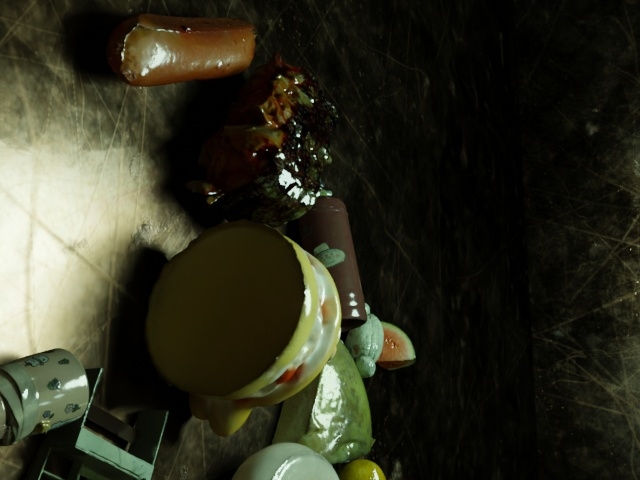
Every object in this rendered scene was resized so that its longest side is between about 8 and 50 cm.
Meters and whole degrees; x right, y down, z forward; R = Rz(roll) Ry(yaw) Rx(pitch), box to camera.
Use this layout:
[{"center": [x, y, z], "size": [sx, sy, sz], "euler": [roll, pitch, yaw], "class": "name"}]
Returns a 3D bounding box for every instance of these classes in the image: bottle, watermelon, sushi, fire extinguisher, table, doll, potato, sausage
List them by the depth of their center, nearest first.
[{"center": [-0.345, 0.181, 0.811], "size": [0.152, 0.099, 0.098], "euler": [-14, 98, -56], "class": "bottle"}, {"center": [-0.282, 0.273, 0.933], "size": [0.146, 0.063, 0.175], "euler": [50, 41, -45], "class": "table"}, {"center": [-0.206, -0.292, 1.115], "size": [0.330, 0.102, 0.102], "euler": [-29, 111, -60], "class": "sausage"}, {"center": [-0.097, -0.151, 1.222], "size": [0.182, 0.196, 0.343], "euler": [44, 41, -25], "class": "sushi"}, {"center": [0.011, 0.284, 1.388], "size": [0.269, 0.112, 0.255], "euler": [7, 75, -54], "class": "potato"}, {"center": [0.000, 0.000, 1.408], "size": [0.138, 0.102, 0.343], "euler": [10, 61, -44], "class": "fire extinguisher"}, {"center": [0.093, 0.218, 1.556], "size": [0.214, 0.072, 0.103], "euler": [-91, -161, -54], "class": "doll"}, {"center": [0.152, 0.252, 1.710], "size": [0.094, 0.125, 0.135], "euler": [-33, 86, -25], "class": "watermelon"}]

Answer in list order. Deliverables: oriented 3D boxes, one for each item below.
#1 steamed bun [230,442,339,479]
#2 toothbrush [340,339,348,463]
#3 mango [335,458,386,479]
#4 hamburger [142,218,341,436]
[{"center": [-0.073, 0.448, 1.186], "size": [0.232, 0.145, 0.231], "euler": [20, 64, -48], "class": "steamed bun"}, {"center": [0.045, 0.378, 1.522], "size": [0.025, 0.030, 0.342], "euler": [4, 82, -61], "class": "toothbrush"}, {"center": [0.061, 0.530, 1.363], "size": [0.130, 0.167, 0.261], "euler": [-15, 110, -53], "class": "mango"}, {"center": [-0.109, 0.137, 1.079], "size": [0.186, 0.261, 0.302], "euler": [45, 66, -54], "class": "hamburger"}]
